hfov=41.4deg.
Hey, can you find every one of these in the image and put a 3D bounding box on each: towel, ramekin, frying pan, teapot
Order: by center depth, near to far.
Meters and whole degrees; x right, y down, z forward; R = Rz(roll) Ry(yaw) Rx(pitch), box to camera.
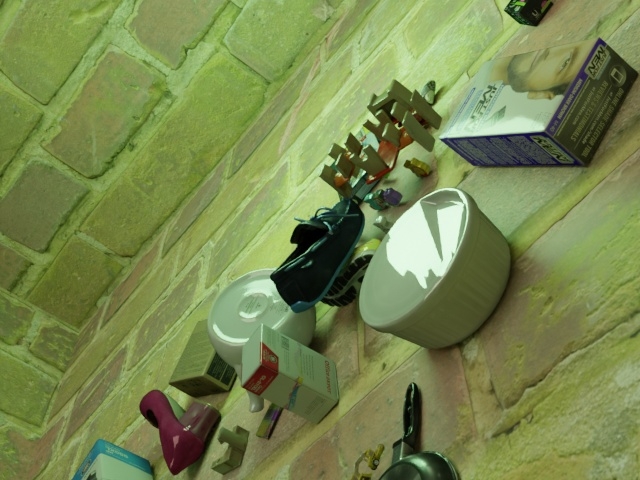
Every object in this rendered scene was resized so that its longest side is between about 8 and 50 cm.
[{"bbox_3d":[0.140,0.337,1.245,0.197,0.053,0.326,-27,39,53],"label":"frying pan"},{"bbox_3d":[0.197,0.056,1.410,0.273,0.127,0.273,-47,22,26],"label":"ramekin"},{"bbox_3d":[-0.106,0.378,1.785,0.060,0.009,0.083,-17,43,61],"label":"towel"},{"bbox_3d":[-0.109,0.194,1.838,0.256,0.187,0.252,-33,42,-6],"label":"teapot"}]

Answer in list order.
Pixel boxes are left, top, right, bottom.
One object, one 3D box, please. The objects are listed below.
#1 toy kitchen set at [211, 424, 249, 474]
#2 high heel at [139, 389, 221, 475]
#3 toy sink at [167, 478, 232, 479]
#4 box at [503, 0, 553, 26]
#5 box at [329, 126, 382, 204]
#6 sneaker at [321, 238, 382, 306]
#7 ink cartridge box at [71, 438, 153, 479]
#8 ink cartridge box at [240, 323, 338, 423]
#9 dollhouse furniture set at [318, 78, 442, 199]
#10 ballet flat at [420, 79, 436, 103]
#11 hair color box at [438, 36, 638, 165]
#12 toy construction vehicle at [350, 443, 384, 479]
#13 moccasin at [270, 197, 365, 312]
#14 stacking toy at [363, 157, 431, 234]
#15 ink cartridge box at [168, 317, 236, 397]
[{"bbox_3d":[-0.208,0.445,1.832,0.075,0.068,0.083,-38,27,40],"label":"toy kitchen set"},{"bbox_3d":[-0.399,0.478,2.114,0.377,0.127,0.181,-15,35,56],"label":"high heel"},{"bbox_3d":[-0.276,0.581,1.695,0.234,0.131,0.153,-55,21,4],"label":"toy sink"},{"bbox_3d":[0.436,-0.492,1.783,0.062,0.052,0.083,-54,19,8],"label":"box"},{"bbox_3d":[0.100,-0.189,2.105,0.159,0.044,0.233,-50,21,17],"label":"box"},{"bbox_3d":[0.064,0.066,1.783,0.208,0.081,0.094,-33,22,36],"label":"sneaker"},{"bbox_3d":[-0.532,0.704,2.040,0.285,0.166,0.395,-57,21,1],"label":"ink cartridge box"},{"bbox_3d":[-0.059,0.256,1.625,0.072,0.175,0.127,-51,21,23],"label":"ink cartridge box"},{"bbox_3d":[0.156,-0.222,1.860,0.262,0.135,0.259,-29,29,41],"label":"dollhouse furniture set"},{"bbox_3d":[0.245,-0.323,1.999,0.114,0.041,0.041,-55,20,7],"label":"ballet flat"},{"bbox_3d":[0.366,-0.232,1.484,0.185,0.110,0.339,-59,22,-8],"label":"hair color box"},{"bbox_3d":[0.066,0.366,1.326,0.086,0.035,0.098,100,-167,-61],"label":"toy construction vehicle"},{"bbox_3d":[0.000,0.000,1.744,0.137,0.117,0.342,-35,17,33],"label":"moccasin"},{"bbox_3d":[0.141,-0.090,1.868,0.167,0.052,0.221,-60,19,-15],"label":"stacking toy"},{"bbox_3d":[-0.279,0.294,2.186,0.234,0.088,0.193,-24,37,57],"label":"ink cartridge box"}]
